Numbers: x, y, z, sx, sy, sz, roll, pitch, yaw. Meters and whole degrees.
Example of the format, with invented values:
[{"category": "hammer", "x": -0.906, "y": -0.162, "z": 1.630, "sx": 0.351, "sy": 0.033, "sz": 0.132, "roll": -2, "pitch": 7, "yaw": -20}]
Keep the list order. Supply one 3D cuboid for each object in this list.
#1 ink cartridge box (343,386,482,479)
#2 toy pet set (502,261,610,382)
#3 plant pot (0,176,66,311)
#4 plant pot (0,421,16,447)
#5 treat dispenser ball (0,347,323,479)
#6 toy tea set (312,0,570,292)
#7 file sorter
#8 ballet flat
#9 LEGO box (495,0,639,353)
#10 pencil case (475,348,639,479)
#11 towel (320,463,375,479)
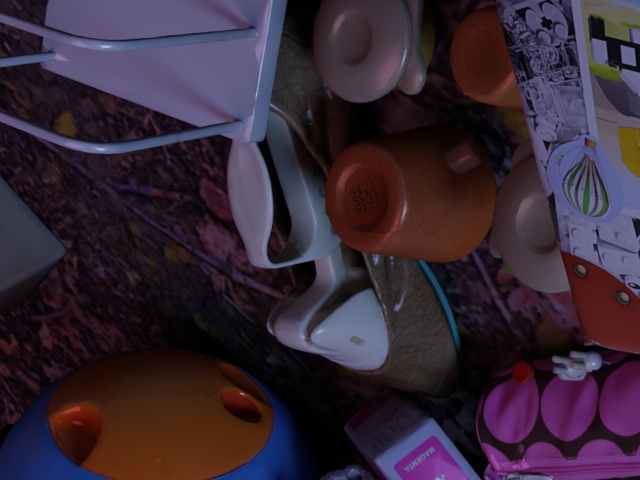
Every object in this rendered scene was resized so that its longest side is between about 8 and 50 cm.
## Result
[{"category": "ink cartridge box", "x": 0.141, "y": 0.257, "z": 1.475, "sx": 0.311, "sy": 0.065, "sz": 0.186, "roll": 50, "pitch": 177, "yaw": -6}, {"category": "toy pet set", "x": 0.189, "y": 0.033, "z": 1.303, "sx": 0.114, "sy": 0.065, "sz": 0.122, "roll": -13, "pitch": 75, "yaw": 43}, {"category": "plant pot", "x": -0.316, "y": 0.017, "z": 1.750, "sx": 0.109, "sy": 0.096, "sz": 0.109, "roll": 48, "pitch": 142, "yaw": 0}, {"category": "plant pot", "x": -0.246, "y": 0.259, "z": 1.858, "sx": 0.167, "sy": 0.167, "sz": 0.165, "roll": 17, "pitch": 126, "yaw": 34}, {"category": "treat dispenser ball", "x": -0.136, "y": 0.232, "z": 1.605, "sx": 0.288, "sy": 0.288, "sz": 0.288, "roll": 26, "pitch": 138, "yaw": 26}, {"category": "toy tea set", "x": 0.141, "y": -0.069, "z": 1.243, "sx": 0.336, "sy": 0.124, "sz": 0.200, "roll": 12, "pitch": 101, "yaw": 42}, {"category": "file sorter", "x": -0.140, "y": -0.211, "z": 1.232, "sx": 0.193, "sy": 0.173, "sz": 0.278, "roll": 22, "pitch": 112, "yaw": 31}, {"category": "ballet flat", "x": 0.000, "y": 0.000, "z": 1.400, "sx": 0.116, "sy": 0.124, "sz": 0.342, "roll": 6, "pitch": 127, "yaw": 42}, {"category": "LEGO box", "x": 0.315, "y": -0.121, "z": 0.754, "sx": 0.500, "sy": 0.193, "sz": 0.372, "roll": 8, "pitch": 126, "yaw": 43}, {"category": "pencil case", "x": 0.204, "y": 0.126, "z": 1.333, "sx": 0.209, "sy": 0.098, "sz": 0.095, "roll": -16, "pitch": 119, "yaw": 50}, {"category": "towel", "x": 0.084, "y": 0.333, "z": 1.479, "sx": 0.284, "sy": 0.121, "sz": 0.235, "roll": 50, "pitch": 176, "yaw": 36}]
